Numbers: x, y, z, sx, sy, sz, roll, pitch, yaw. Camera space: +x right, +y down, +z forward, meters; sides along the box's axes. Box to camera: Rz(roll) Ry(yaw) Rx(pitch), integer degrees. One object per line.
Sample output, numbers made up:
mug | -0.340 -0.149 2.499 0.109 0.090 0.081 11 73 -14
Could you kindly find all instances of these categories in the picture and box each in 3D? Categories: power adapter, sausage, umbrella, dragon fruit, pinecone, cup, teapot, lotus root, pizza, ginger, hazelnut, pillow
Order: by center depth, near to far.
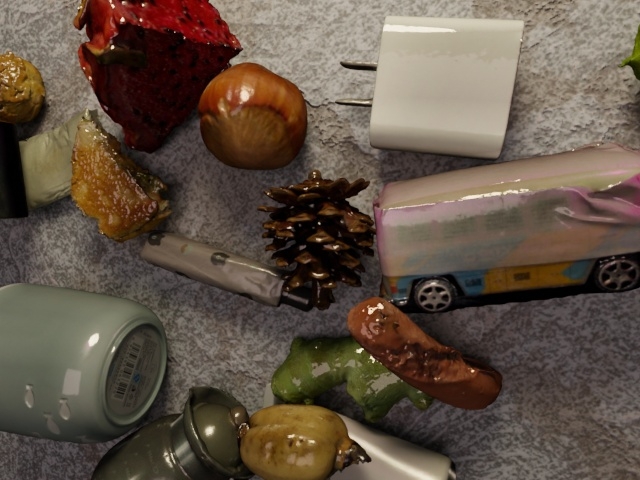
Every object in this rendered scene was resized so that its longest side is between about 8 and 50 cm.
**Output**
sausage | 0.166 0.180 0.643 0.327 0.087 0.079 34 147 -30
power adapter | 0.149 -0.226 0.658 0.255 0.124 0.187 9 98 12
lotus root | -0.025 0.320 0.693 0.221 0.125 0.118 1 133 16
pinecone | 0.002 0.000 0.699 0.186 0.169 0.212 -4 109 45
hazelnut | -0.112 -0.200 0.706 0.182 0.182 0.182 2 97 14
dragon fruit | -0.268 -0.269 0.720 0.240 0.302 0.330 24 128 -3
ginger | 0.055 0.230 0.751 0.290 0.089 0.137 3 92 14
teapot | -0.216 0.411 0.757 0.285 0.223 0.305 -44 41 8
umbrella | -0.168 0.056 0.799 0.337 0.067 0.073 17 104 12
pizza | -0.373 -0.099 0.803 0.226 0.069 0.147 44 102 3
cup | -0.440 0.257 0.820 0.275 0.259 0.356 4 128 13
cup | -0.670 -0.132 0.827 0.239 0.166 0.177 4 97 29
pillow | -0.514 -0.154 0.873 0.230 0.050 0.148 -16 86 19

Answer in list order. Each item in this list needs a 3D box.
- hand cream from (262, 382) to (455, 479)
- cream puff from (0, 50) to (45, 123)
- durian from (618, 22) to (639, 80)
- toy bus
hand cream | 0.048 0.383 0.767 0.359 0.118 0.185 9 98 22
cream puff | -0.613 -0.290 0.853 0.144 0.103 0.126 -29 90 21
durian | 0.560 -0.221 0.510 0.340 0.204 0.255 -1 130 50
toy bus | 0.264 -0.022 0.611 0.386 0.171 0.162 -8 118 14
